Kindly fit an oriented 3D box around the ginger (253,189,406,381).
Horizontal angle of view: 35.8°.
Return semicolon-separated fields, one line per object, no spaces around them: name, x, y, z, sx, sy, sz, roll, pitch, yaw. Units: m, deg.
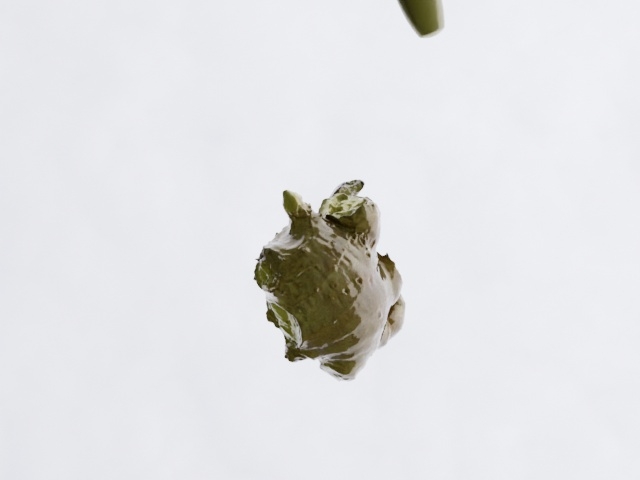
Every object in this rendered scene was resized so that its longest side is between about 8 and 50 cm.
ginger;0.011;0.039;0.973;0.102;0.157;0.216;26;-32;53

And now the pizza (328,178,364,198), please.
pizza;0.001;0.000;1.093;0.036;0.099;0.160;31;-55;-2

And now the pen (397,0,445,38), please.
pen;0.030;-0.233;0.589;0.040;0.032;0.233;-18;-81;29
